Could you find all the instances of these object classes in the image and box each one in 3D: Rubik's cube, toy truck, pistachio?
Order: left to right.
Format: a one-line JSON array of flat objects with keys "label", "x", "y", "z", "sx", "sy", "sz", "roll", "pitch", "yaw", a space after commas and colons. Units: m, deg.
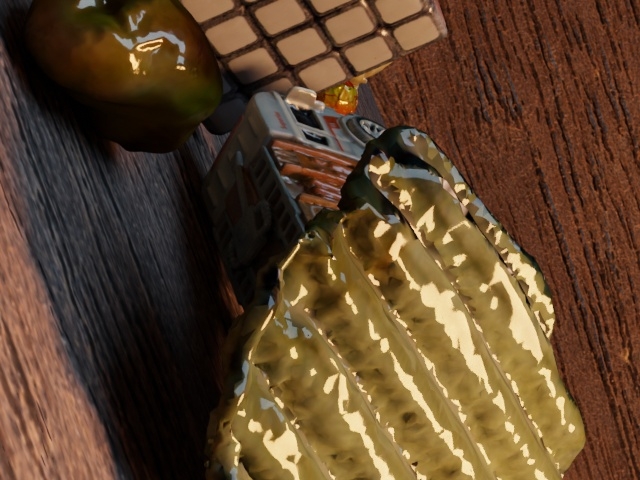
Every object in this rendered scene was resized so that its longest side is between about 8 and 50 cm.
[{"label": "pistachio", "x": -0.122, "y": -0.123, "z": 0.974, "sx": 0.189, "sy": 0.100, "sz": 0.110, "roll": 44, "pitch": 30, "yaw": -68}, {"label": "Rubik's cube", "x": -0.055, "y": -0.271, "z": 1.284, "sx": 0.238, "sy": 0.237, "sz": 0.237, "roll": 50, "pitch": 20, "yaw": -52}, {"label": "toy truck", "x": 0.000, "y": 0.000, "z": 1.183, "sx": 0.162, "sy": 0.136, "sz": 0.305, "roll": 20, "pitch": 25, "yaw": -28}]

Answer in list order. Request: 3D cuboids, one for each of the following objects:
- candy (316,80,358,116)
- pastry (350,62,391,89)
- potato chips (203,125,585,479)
[{"label": "candy", "x": 0.010, "y": -0.098, "z": 1.786, "sx": 0.060, "sy": 0.060, "sz": 0.201, "roll": -13, "pitch": 108, "yaw": -82}, {"label": "pastry", "x": -0.023, "y": -0.292, "z": 1.824, "sx": 0.237, "sy": 0.170, "sz": 0.256, "roll": 21, "pitch": -17, "yaw": 45}, {"label": "potato chips", "x": 0.059, "y": 0.145, "z": 0.970, "sx": 0.358, "sy": 0.070, "sz": 0.429, "roll": -56, "pitch": 135, "yaw": -30}]
